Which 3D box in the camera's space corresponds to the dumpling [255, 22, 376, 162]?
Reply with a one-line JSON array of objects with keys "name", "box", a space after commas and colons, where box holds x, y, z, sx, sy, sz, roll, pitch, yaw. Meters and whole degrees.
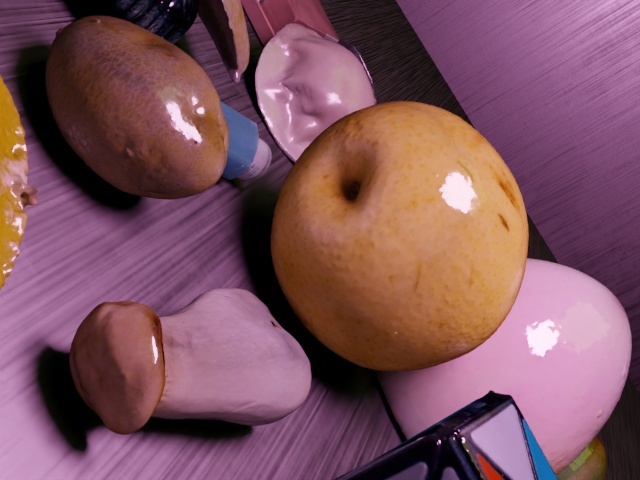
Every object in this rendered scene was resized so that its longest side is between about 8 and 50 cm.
[{"name": "dumpling", "box": [0.007, -0.229, 1.601, 0.204, 0.163, 0.293, -34, 105, -74]}]

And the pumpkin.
[{"name": "pumpkin", "box": [-0.234, -0.331, 1.208, 0.194, 0.150, 0.194, 47, -3, 3]}]

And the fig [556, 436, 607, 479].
[{"name": "fig", "box": [0.390, 0.382, 1.616, 0.181, 0.181, 0.191, 61, 27, 6]}]

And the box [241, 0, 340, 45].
[{"name": "box", "box": [-0.073, -0.455, 1.824, 0.215, 0.086, 0.215, 64, 20, 14]}]

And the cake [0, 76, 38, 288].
[{"name": "cake", "box": [-0.300, -0.052, 0.642, 0.260, 0.156, 0.179, -91, 161, -44]}]

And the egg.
[{"name": "egg", "box": [0.300, 0.181, 1.454, 0.354, 0.340, 0.354, 48, 21, -26]}]

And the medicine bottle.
[{"name": "medicine bottle", "box": [-0.158, -0.155, 1.216, 0.258, 0.079, 0.124, 29, 35, -54]}]

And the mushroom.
[{"name": "mushroom", "box": [-0.122, 0.111, 0.916, 0.159, 0.122, 0.329, 28, 6, 25]}]

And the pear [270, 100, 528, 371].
[{"name": "pear", "box": [0.103, -0.002, 1.249, 0.348, 0.348, 0.348, 48, 23, -28]}]

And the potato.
[{"name": "potato", "box": [-0.195, -0.142, 1.018, 0.235, 0.160, 0.178, 51, -7, 20]}]

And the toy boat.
[{"name": "toy boat", "box": [-0.183, -0.411, 1.332, 0.293, 0.111, 0.276, 49, -18, 33]}]

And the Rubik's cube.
[{"name": "Rubik's cube", "box": [0.118, 0.323, 0.960, 0.250, 0.248, 0.246, 62, 20, 11]}]
